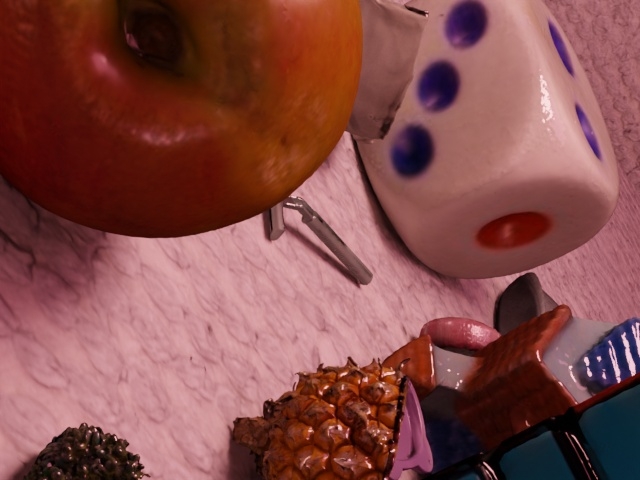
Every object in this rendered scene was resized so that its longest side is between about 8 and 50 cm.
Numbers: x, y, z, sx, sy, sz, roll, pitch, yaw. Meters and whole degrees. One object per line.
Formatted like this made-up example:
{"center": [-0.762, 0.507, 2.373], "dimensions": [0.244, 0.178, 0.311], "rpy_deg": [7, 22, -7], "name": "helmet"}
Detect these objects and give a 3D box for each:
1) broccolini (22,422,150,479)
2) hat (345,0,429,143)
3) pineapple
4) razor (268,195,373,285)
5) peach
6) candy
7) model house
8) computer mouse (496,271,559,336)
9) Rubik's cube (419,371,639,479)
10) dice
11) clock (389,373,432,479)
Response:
{"center": [-0.042, 0.265, 0.809], "dimensions": [0.392, 0.074, 0.079], "rpy_deg": [46, 43, -17], "name": "broccolini"}
{"center": [-0.015, -0.255, 1.390], "dimensions": [0.301, 0.168, 0.258], "rpy_deg": [38, 5, -9], "name": "hat"}
{"center": [-0.008, 0.169, 1.007], "dimensions": [0.176, 0.137, 0.161], "rpy_deg": [-72, 175, -45], "name": "pineapple"}
{"center": [0.007, -0.002, 1.307], "dimensions": [0.211, 0.036, 0.084], "rpy_deg": [38, 38, -49], "name": "razor"}
{"center": [-0.116, -0.151, 0.862], "dimensions": [0.307, 0.308, 0.332], "rpy_deg": [62, 7, -14], "name": "peach"}
{"center": [0.169, 0.127, 1.465], "dimensions": [0.103, 0.103, 0.043], "rpy_deg": [41, 50, -47], "name": "candy"}
{"center": [0.233, 0.205, 1.329], "dimensions": [0.329, 0.295, 0.251], "rpy_deg": [18, 55, -29], "name": "model house"}
{"center": [0.341, 0.183, 1.786], "dimensions": [0.203, 0.114, 0.374], "rpy_deg": [56, 24, -25], "name": "computer mouse"}
{"center": [0.254, 0.297, 1.023], "dimensions": [0.293, 0.283, 0.288], "rpy_deg": [33, 31, -61], "name": "Rubik's cube"}
{"center": [0.219, -0.142, 1.613], "dimensions": [0.304, 0.277, 0.304], "rpy_deg": [28, 43, -53], "name": "dice"}
{"center": [0.056, 0.191, 1.218], "dimensions": [0.153, 0.050, 0.110], "rpy_deg": [11, 59, -63], "name": "clock"}
